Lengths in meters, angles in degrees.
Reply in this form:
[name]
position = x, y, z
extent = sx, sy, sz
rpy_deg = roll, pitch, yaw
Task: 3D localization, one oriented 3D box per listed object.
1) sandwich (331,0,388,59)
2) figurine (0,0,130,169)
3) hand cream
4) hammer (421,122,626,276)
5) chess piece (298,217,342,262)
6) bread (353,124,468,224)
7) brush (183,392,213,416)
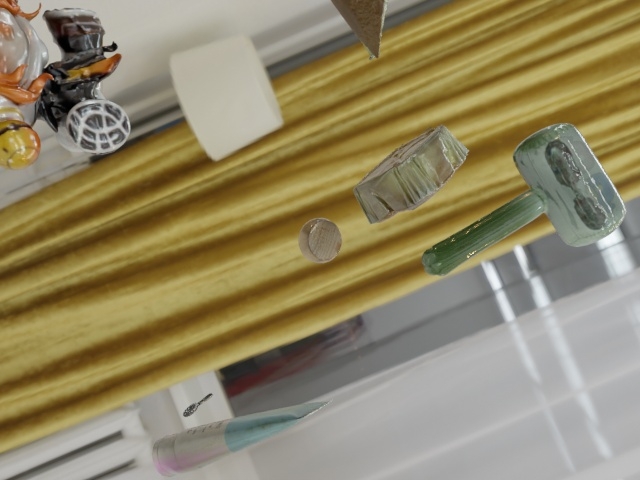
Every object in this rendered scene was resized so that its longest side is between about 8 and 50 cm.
[sandwich]
position = 0.087, -0.512, 1.654
extent = 0.236, 0.128, 0.122
rpy_deg = 52, 21, -11
[figurine]
position = -0.418, -0.191, 0.964
extent = 0.196, 0.323, 0.320
rpy_deg = -61, -141, 42
[hand cream]
position = -0.130, 0.318, 1.268
extent = 0.111, 0.312, 0.070
rpy_deg = -4, 75, -65
[hammer]
position = 0.319, -0.037, 1.298
extent = 0.206, 0.335, 0.119
rpy_deg = 59, 7, 3
[chess piece]
position = 0.000, 0.000, 1.427
extent = 0.038, 0.083, 0.084
rpy_deg = -6, -70, 56
[bread]
position = 0.190, -0.134, 1.626
extent = 0.110, 0.210, 0.192
rpy_deg = 52, -41, -9
[brush]
position = -0.251, 0.337, 1.599
extent = 0.008, 0.083, 0.024
rpy_deg = 18, -56, 34
